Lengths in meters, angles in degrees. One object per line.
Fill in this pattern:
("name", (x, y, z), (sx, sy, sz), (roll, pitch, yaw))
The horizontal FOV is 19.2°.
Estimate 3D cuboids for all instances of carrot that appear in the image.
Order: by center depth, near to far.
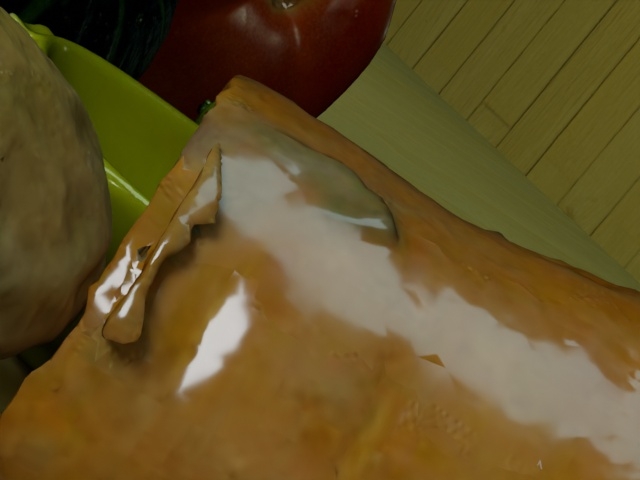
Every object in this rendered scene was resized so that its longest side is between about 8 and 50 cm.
("carrot", (0.061, 0.114, 0.603), (0.340, 0.224, 0.224), (32, 10, -5))

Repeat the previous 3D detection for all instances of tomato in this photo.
("tomato", (-0.083, -0.211, 1.419), (0.226, 0.298, 0.298), (26, 0, 39))

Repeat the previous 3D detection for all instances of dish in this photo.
("dish", (-0.061, 0.029, 0.835), (0.262, 0.108, 0.221), (36, 10, -25))

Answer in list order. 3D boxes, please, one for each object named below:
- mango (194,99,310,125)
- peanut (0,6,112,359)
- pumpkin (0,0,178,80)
("mango", (0.000, 0.000, 1.193), (0.233, 0.111, 0.125), (44, 15, 21))
("peanut", (-0.174, -0.029, 0.551), (0.149, 0.149, 0.313), (44, 16, 24))
("pumpkin", (-0.201, -0.174, 1.004), (0.248, 0.248, 0.248), (38, 10, -8))
